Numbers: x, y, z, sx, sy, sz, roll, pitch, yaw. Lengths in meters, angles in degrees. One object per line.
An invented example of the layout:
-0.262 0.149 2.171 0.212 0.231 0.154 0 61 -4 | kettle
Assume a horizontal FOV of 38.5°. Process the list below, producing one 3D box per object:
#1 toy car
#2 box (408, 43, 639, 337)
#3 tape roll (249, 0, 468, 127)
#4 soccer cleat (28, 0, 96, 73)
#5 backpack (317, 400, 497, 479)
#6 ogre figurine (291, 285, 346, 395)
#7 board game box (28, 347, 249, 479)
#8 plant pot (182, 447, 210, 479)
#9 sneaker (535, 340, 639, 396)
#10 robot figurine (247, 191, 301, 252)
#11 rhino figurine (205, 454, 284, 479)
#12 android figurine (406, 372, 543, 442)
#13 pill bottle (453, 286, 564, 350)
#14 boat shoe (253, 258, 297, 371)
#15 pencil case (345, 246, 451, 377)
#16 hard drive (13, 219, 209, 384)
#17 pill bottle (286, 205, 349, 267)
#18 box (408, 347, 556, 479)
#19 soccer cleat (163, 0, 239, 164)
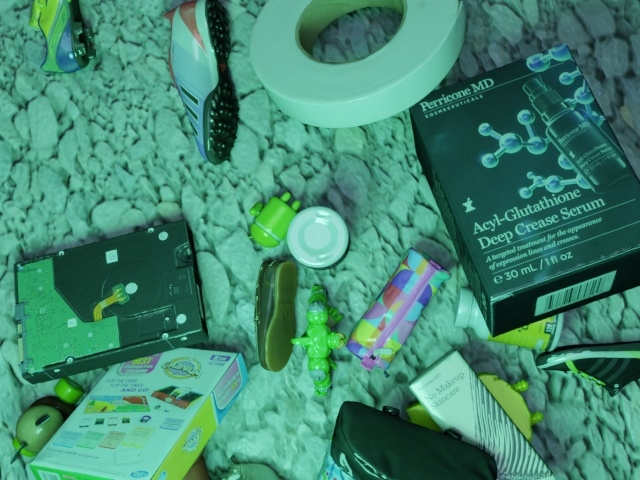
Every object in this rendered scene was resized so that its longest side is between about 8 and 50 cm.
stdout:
-0.485 0.348 1.642 0.149 0.188 0.155 37 89 6 | toy car
0.356 -0.084 1.563 0.294 0.212 0.395 -20 65 2 | box
0.064 -0.371 1.633 0.392 0.072 0.392 -10 55 15 | tape roll
-0.515 -0.461 1.760 0.121 0.093 0.289 -12 84 9 | soccer cleat
0.095 0.491 1.530 0.290 0.273 0.355 23 128 -3 | backpack
-0.003 0.184 1.663 0.097 0.118 0.197 17 87 5 | ogre figurine
-0.298 0.303 1.555 0.242 0.316 0.064 3 124 26 | board game box
-0.281 0.531 1.592 0.272 0.272 0.265 -21 92 1 | plant pot
0.509 0.235 1.645 0.235 0.084 0.097 -4 86 3 | sneaker
-0.085 -0.036 1.711 0.101 0.067 0.115 38 89 -3 | robot figurine
-0.108 0.466 1.669 0.243 0.073 0.106 28 91 7 | rhino figurine
0.267 0.345 1.665 0.273 0.056 0.248 -27 84 1 | android figurine
0.338 0.135 1.654 0.184 0.103 0.103 10 86 4 | pill bottle
-0.089 0.138 1.702 0.073 0.073 0.207 1 80 41 | boat shoe
0.140 0.129 1.669 0.104 0.104 0.236 32 87 5 | pencil case
-0.387 0.112 1.680 0.339 0.064 0.237 -15 61 1 | hard drive
0.000 0.000 1.646 0.108 0.180 0.108 0 86 4 | pill bottle
0.277 0.328 1.590 0.113 0.094 0.275 -39 84 3 | box
-0.230 -0.297 1.734 0.116 0.109 0.318 -6 87 23 | soccer cleat
